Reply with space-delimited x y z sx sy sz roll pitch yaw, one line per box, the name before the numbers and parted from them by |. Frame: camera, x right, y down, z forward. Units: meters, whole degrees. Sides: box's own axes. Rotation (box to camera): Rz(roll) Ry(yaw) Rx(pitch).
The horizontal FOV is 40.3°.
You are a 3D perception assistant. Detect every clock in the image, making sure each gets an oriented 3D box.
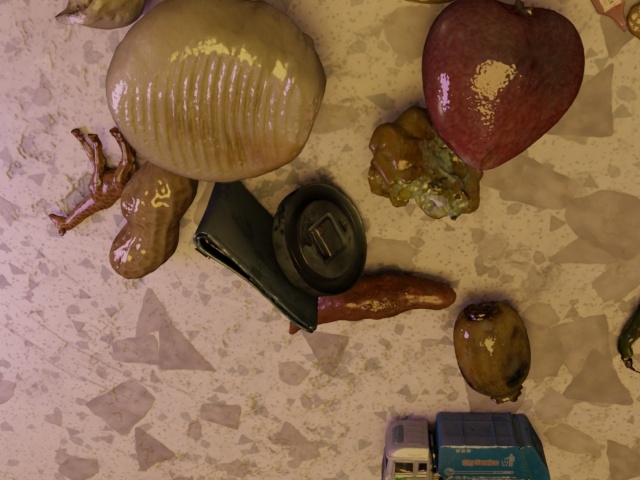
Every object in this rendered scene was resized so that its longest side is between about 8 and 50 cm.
clock | 0.000 0.000 1.627 0.042 0.215 0.215 -15 122 45

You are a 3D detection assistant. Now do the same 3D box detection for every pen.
pen | 0.454 -0.422 1.420 0.053 0.032 0.197 -30 112 21

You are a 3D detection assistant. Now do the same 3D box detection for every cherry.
cherry | 0.288 -0.262 1.413 0.261 0.221 0.308 8 103 -12

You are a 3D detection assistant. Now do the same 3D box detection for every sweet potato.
sweet potato | 0.092 0.116 1.752 0.354 0.095 0.106 -11 115 11

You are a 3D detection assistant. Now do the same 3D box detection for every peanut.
peanut | -0.329 -0.041 1.682 0.136 0.120 0.298 11 125 -22

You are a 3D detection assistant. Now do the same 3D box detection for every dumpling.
dumpling | -0.362 -0.408 1.460 0.199 0.136 0.118 -27 108 9

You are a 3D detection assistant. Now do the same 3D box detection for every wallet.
wallet | -0.110 0.023 1.627 0.054 0.251 0.290 -37 110 21

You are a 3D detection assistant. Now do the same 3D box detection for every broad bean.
broad bean | 0.675 0.141 1.731 0.098 0.056 0.318 9 127 -7

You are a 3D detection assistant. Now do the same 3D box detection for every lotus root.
lotus root | 0.356 0.243 1.777 0.154 0.154 0.278 -11 125 12

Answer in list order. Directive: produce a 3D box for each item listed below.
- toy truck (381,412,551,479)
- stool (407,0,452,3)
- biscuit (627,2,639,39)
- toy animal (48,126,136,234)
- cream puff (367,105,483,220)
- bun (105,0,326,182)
toy truck | 0.316 0.484 1.928 0.367 0.146 0.175 -2 114 4
stool | 0.169 -0.445 1.392 0.134 0.135 0.111 -18 127 -36
biscuit | 0.579 -0.350 1.459 0.147 0.018 0.071 30 122 -13
toy animal | -0.439 -0.107 1.698 0.149 0.054 0.276 22 122 -4
cream puff | 0.175 -0.135 1.550 0.221 0.195 0.195 26 121 -22
bun | -0.173 -0.269 1.473 0.365 0.219 0.365 2 138 2
